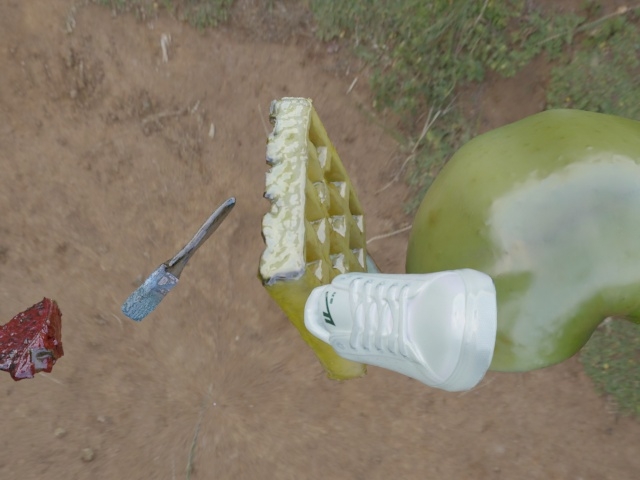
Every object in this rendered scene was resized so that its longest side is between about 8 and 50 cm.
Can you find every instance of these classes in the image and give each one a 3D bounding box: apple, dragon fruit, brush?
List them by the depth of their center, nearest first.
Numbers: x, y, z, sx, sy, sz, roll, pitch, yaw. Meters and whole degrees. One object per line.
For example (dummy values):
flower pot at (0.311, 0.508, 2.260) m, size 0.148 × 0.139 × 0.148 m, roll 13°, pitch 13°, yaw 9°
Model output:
apple at (0.270, -0.003, 1.045) m, size 0.320 × 0.360 × 0.312 m, roll 26°, pitch 111°, yaw -16°
dragon fruit at (-0.349, 0.138, 1.152) m, size 0.097 × 0.131 × 0.063 m, roll -29°, pitch 122°, yaw -12°
brush at (-0.171, 0.020, 1.156) m, size 0.021 × 0.070 × 0.196 m, roll 38°, pitch 83°, yaw 14°

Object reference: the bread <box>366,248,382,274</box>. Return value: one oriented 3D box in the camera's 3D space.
bread at (0.015, 0.009, 1.242) m, size 0.074 × 0.084 × 0.139 m, roll -36°, pitch 106°, yaw -1°

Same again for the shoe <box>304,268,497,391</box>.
shoe at (0.055, 0.068, 0.768) m, size 0.110 × 0.265 × 0.095 m, roll 9°, pitch 82°, yaw -9°

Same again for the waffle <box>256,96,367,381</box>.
waffle at (0.000, 0.000, 1.027) m, size 0.055 × 0.221 × 0.248 m, roll -12°, pitch 53°, yaw 16°
